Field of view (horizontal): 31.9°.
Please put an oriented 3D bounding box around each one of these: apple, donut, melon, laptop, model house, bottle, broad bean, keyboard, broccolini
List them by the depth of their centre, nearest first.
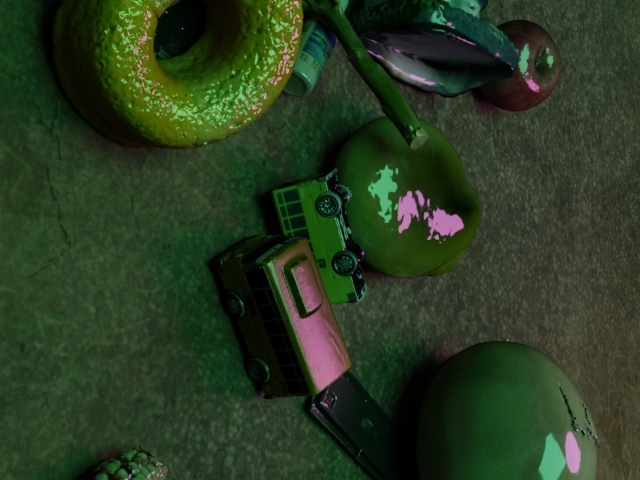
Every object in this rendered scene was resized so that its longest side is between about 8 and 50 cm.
[{"bbox_3d":[-0.149,-0.234,1.276,0.303,0.110,0.302,-13,116,-28],"label":"donut"},{"bbox_3d":[-0.181,-0.250,1.331,0.180,0.016,0.129,-51,128,-1],"label":"laptop"},{"bbox_3d":[0.041,-0.301,1.511,0.392,0.079,0.074,57,5,8],"label":"broccolini"},{"bbox_3d":[-0.001,-0.297,1.575,0.060,0.060,0.217,46,53,-34],"label":"bottle"},{"bbox_3d":[0.062,0.269,1.588,0.230,0.025,0.093,51,49,-31],"label":"keyboard"},{"bbox_3d":[0.271,0.297,1.635,0.268,0.269,0.330,35,45,-40],"label":"melon"},{"bbox_3d":[0.128,-0.061,1.641,0.291,0.119,0.237,19,80,-42],"label":"broad bean"},{"bbox_3d":[0.172,-0.392,1.701,0.253,0.185,0.291,16,68,-41],"label":"model house"},{"bbox_3d":[0.328,-0.294,1.896,0.153,0.120,0.153,0,90,-45],"label":"apple"}]

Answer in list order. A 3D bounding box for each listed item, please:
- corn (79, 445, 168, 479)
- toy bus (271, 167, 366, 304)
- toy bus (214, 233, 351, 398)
[{"bbox_3d":[-0.269,0.316,1.174,0.280,0.092,0.092,-43,116,-48],"label":"corn"},{"bbox_3d":[0.000,0.000,1.500,0.088,0.101,0.174,-48,125,-75],"label":"toy bus"},{"bbox_3d":[-0.046,0.094,1.426,0.098,0.114,0.200,-33,109,-46],"label":"toy bus"}]
